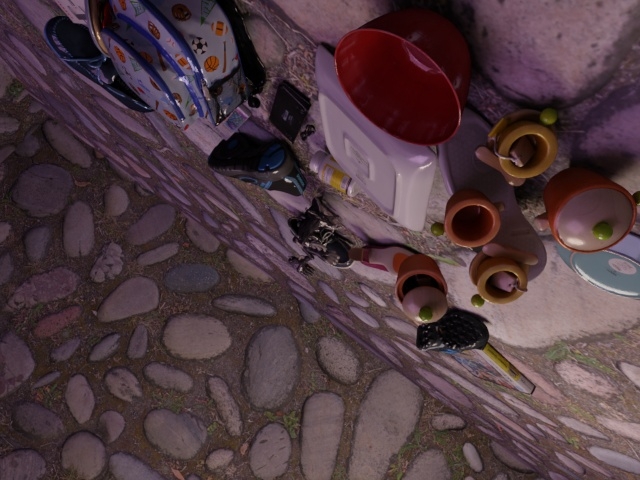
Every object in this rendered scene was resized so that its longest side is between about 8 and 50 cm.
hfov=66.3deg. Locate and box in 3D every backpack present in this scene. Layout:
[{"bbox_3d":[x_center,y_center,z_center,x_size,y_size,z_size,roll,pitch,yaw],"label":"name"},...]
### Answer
[{"bbox_3d":[-0.263,-0.354,0.880,0.276,0.213,0.263,35,156,13],"label":"backpack"}]

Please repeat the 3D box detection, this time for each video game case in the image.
[{"bbox_3d":[0.523,0.395,1.610,0.248,0.035,0.275,41,164,-15],"label":"video game case"},{"bbox_3d":[-0.259,-0.329,1.193,0.157,0.019,0.143,42,148,-17],"label":"video game case"}]

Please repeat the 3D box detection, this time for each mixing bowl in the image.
[{"bbox_3d":[0.119,-0.217,0.614,0.181,0.098,0.181,35,165,11],"label":"mixing bowl"}]

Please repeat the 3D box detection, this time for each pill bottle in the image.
[{"bbox_3d":[0.036,-0.148,1.054,0.116,0.065,0.065,33,164,18],"label":"pill bottle"}]

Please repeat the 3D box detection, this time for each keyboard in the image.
[{"bbox_3d":[-0.054,-0.256,1.025,0.108,0.023,0.180,44,165,-2],"label":"keyboard"}]

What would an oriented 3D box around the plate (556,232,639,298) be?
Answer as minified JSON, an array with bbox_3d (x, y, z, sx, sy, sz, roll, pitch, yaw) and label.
[{"bbox_3d":[0.459,0.044,0.765,0.188,0.024,0.188,35,165,11],"label":"plate"}]

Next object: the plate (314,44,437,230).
[{"bbox_3d":[0.080,-0.152,0.843,0.277,0.045,0.278,49,171,21],"label":"plate"}]

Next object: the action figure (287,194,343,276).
[{"bbox_3d":[-0.006,-0.012,1.338,0.141,0.164,0.276,18,150,-4],"label":"action figure"}]

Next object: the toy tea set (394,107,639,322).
[{"bbox_3d":[0.241,0.008,0.644,0.200,0.336,0.124,28,-151,-9],"label":"toy tea set"}]

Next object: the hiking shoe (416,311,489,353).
[{"bbox_3d":[0.408,0.275,1.447,0.132,0.113,0.304,10,165,-19],"label":"hiking shoe"}]

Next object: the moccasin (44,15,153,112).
[{"bbox_3d":[-0.573,-0.484,1.348,0.117,0.138,0.342,19,171,38],"label":"moccasin"}]

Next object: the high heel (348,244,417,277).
[{"bbox_3d":[0.201,0.057,1.317,0.244,0.082,0.117,4,179,39],"label":"high heel"}]

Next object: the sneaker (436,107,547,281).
[{"bbox_3d":[0.236,-0.072,0.771,0.296,0.104,0.147,57,177,-19],"label":"sneaker"}]

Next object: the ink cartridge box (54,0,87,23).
[{"bbox_3d":[-0.509,-0.549,1.037,0.218,0.092,0.158,26,161,39],"label":"ink cartridge box"}]

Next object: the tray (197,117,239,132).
[{"bbox_3d":[-0.345,-0.365,1.325,0.270,0.030,0.145,26,162,35],"label":"tray"}]

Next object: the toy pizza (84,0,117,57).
[{"bbox_3d":[-0.381,-0.445,0.912,0.032,0.201,0.201,8,163,-2],"label":"toy pizza"}]

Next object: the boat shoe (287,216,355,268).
[{"bbox_3d":[0.000,0.000,1.515,0.254,0.095,0.079,39,178,29],"label":"boat shoe"}]

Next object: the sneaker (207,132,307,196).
[{"bbox_3d":[-0.176,-0.188,1.292,0.341,0.125,0.139,24,165,45],"label":"sneaker"}]
